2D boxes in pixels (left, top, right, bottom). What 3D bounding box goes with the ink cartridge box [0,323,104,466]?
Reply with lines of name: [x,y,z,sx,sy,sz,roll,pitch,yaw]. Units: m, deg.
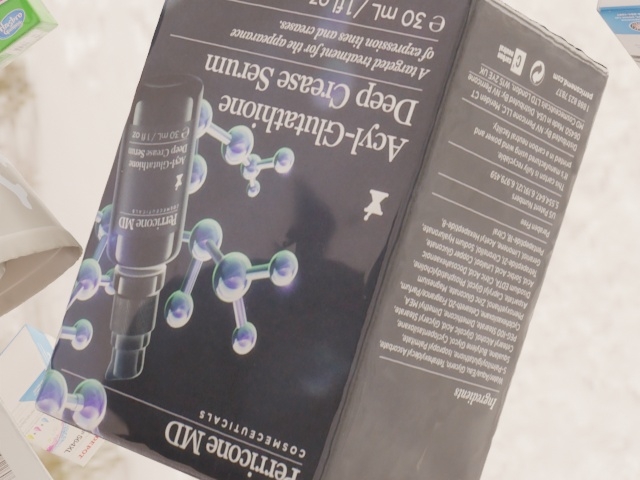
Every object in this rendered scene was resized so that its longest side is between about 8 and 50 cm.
ink cartridge box: [-0.287,0.175,2.084,0.092,0.143,0.090,-50,39,11]

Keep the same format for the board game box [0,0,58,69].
board game box: [-0.483,-0.301,2.123,0.316,0.242,0.064,55,-171,5]

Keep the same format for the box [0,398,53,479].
box: [-0.313,0.191,1.705,0.130,0.091,0.170,59,169,-10]

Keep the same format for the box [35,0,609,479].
box: [0.000,0.000,1.460,0.293,0.212,0.395,16,88,38]

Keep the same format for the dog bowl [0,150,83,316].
dog bowl: [-0.334,0.041,1.237,0.102,0.348,0.349,63,163,4]

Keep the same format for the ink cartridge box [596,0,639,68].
ink cartridge box: [0.353,-0.197,1.708,0.190,0.139,0.082,38,-121,-53]
